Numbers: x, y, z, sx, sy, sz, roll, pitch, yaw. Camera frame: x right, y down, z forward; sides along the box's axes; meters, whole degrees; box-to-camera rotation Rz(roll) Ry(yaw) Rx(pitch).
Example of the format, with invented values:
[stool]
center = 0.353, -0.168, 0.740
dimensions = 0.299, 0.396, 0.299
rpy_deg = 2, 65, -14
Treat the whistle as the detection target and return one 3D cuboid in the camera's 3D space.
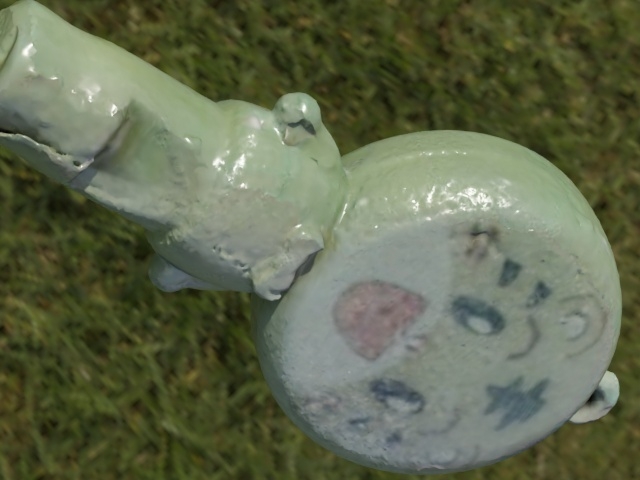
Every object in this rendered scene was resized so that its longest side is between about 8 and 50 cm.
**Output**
[whistle]
center = 0.000, 0.000, 0.608
dimensions = 0.258, 0.067, 0.126
rpy_deg = 28, 116, -26
